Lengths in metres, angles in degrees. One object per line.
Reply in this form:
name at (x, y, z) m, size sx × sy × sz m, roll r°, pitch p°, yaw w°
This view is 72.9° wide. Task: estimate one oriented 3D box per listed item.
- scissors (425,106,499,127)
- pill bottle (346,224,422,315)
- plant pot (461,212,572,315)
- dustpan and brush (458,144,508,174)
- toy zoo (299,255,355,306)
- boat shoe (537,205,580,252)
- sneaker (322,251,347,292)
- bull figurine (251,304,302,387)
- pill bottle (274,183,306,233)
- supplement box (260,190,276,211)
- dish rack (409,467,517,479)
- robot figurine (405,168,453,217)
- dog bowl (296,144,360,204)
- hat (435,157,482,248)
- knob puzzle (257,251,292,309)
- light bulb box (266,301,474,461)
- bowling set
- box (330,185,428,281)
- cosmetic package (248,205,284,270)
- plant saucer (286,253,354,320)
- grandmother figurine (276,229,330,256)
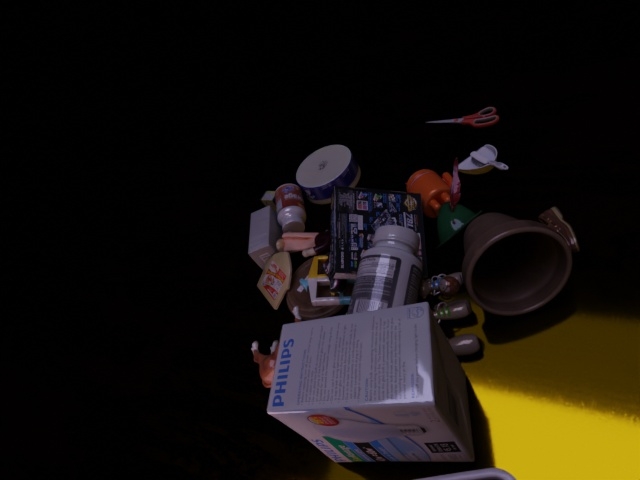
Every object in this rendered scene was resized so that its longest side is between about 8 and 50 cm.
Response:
scissors at (0.565, -0.480, 1.753) m, size 0.297 × 0.021 × 0.109 m, roll -4°, pitch 52°, yaw 29°
pill bottle at (0.181, 0.125, 1.185) m, size 0.176 × 0.176 × 0.318 m, roll 0°, pitch 63°, yaw 34°
plant pot at (0.495, 0.032, 1.179) m, size 0.263 × 0.263 × 0.229 m, roll -24°, pitch 26°, yaw 12°
dustpan and brush at (0.582, -0.274, 1.520) m, size 0.147 × 0.060 × 0.211 m, roll -37°, pitch 41°, yaw -2°
toy zoo at (0.076, 0.127, 1.440) m, size 0.294 × 0.030 × 0.192 m, roll -3°, pitch 48°, yaw 8°
boat shoe at (0.676, -0.025, 1.230) m, size 0.060 × 0.064 × 0.178 m, roll -25°, pitch 36°, yaw 19°
sneaker at (0.043, 0.102, 1.413) m, size 0.077 × 0.072 × 0.178 m, roll -10°, pitch 38°, yaw 19°
bull figurine at (-0.076, 0.325, 1.370) m, size 0.310 × 0.101 × 0.188 m, roll -37°, pitch 37°, yaw -5°
pill bottle at (-0.122, -0.125, 1.796) m, size 0.121 × 0.121 × 0.216 m, roll -24°, pitch 48°, yaw 13°
supplement box at (-0.207, -0.172, 1.928) m, size 0.083 × 0.083 × 0.056 m, roll 7°, pitch 56°, yaw 37°
dish rack at (0.294, 0.646, 0.848) m, size 0.286 × 0.072 × 0.332 m, roll -20°, pitch 44°, yaw 18°
robot figurine at (0.378, -0.164, 1.502) m, size 0.158 × 0.128 × 0.219 m, roll -65°, pitch 31°, yaw 30°
dog bowl at (0.032, -0.286, 1.861) m, size 0.265 × 0.104 × 0.264 m, roll -18°, pitch 44°, yaw 19°
hat at (0.383, -0.104, 1.360) m, size 0.209 × 0.173 × 0.183 m, roll -33°, pitch 78°, yaw -30°
knob puzzle at (-0.154, 0.130, 1.608) m, size 0.213 × 0.030 × 0.213 m, roll -21°, pitch 61°, yaw 45°
light bulb box at (0.129, 0.351, 1.014) m, size 0.361 × 0.358 × 0.225 m, roll -14°, pitch 44°, yaw 24°
bowling set at (0.321, 0.163, 1.193) m, size 0.154 × 0.199 × 0.287 m, roll -18°, pitch 40°, yaw 21°
box at (0.180, -0.020, 1.371) m, size 0.294 × 0.073 × 0.295 m, roll 4°, pitch 69°, yaw -9°
cosmetic package at (-0.216, -0.013, 1.756) m, size 0.107 × 0.127 × 0.237 m, roll -23°, pitch 41°, yaw 14°
plant saucer at (-0.005, 0.154, 1.527) m, size 0.278 × 0.041 × 0.277 m, roll -18°, pitch 45°, yaw 19°
grandmother figurine at (0.000, 0.000, 1.592) m, size 0.343 × 0.104 × 0.207 m, roll -8°, pitch 31°, yaw 33°
